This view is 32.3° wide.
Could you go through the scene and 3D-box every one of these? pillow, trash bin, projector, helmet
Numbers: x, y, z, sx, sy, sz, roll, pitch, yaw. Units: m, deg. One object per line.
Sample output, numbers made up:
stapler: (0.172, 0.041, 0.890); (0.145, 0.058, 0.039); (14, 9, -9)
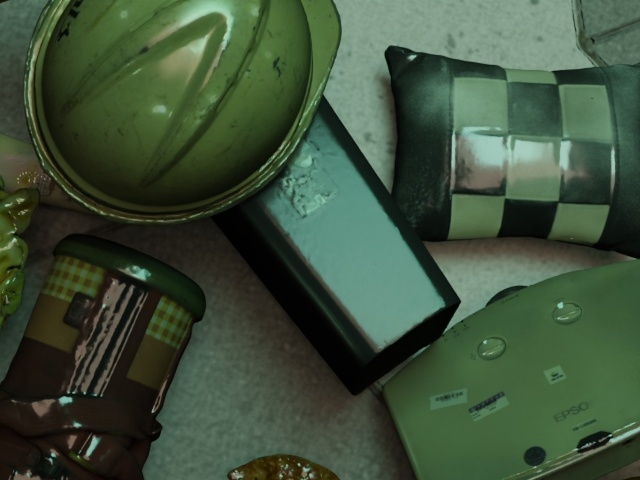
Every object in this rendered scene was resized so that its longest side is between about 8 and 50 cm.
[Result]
pillow: (0.177, -0.079, 0.982); (0.250, 0.106, 0.186); (4, 77, -3)
trash bin: (0.000, 0.000, 0.892); (0.115, 0.165, 0.225); (-32, 76, -12)
projector: (0.194, 0.122, 0.911); (0.269, 0.088, 0.193); (-25, 38, 2)
helmet: (-0.082, -0.132, 0.750); (0.204, 0.137, 0.257); (38, 78, -11)

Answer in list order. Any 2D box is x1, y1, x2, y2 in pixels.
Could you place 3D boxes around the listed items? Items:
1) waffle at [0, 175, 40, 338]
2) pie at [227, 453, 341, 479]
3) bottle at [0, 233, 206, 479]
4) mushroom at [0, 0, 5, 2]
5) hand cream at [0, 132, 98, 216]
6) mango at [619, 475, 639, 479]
waffle: (-0.339, 0.030, 0.891); (0.214, 0.054, 0.207); (11, 78, 13)
pie: (0.002, 0.253, 0.926); (0.088, 0.033, 0.191); (-31, 92, -25)
bottle: (-0.203, 0.135, 0.867); (0.156, 0.143, 0.271); (15, 75, 30)
mushroom: (-0.134, -0.180, 0.873); (0.233, 0.302, 0.208); (-26, 99, 27)
hand cream: (-0.244, -0.059, 0.954); (0.143, 0.039, 0.061); (16, 79, 0)
mango: (0.244, 0.390, 0.838); (0.300, 0.232, 0.445); (19, 70, -2)
